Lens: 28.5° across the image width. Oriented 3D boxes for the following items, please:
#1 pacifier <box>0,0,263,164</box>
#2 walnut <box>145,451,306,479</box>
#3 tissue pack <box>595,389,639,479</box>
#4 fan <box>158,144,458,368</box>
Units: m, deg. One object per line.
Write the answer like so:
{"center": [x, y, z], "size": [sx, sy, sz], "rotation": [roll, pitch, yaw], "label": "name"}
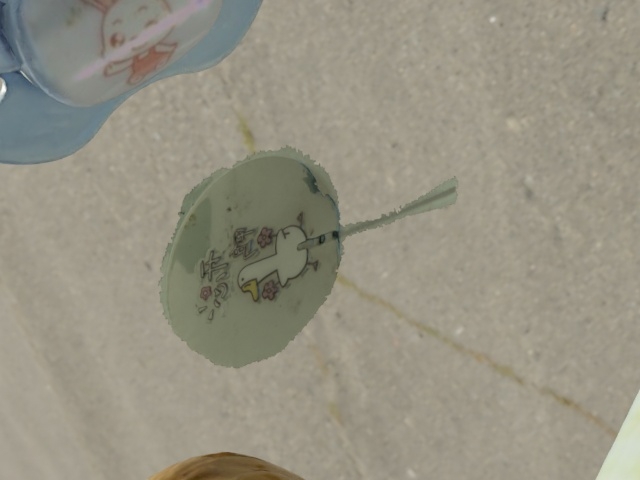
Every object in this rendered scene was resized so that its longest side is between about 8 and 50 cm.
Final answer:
{"center": [-0.182, -0.195, 0.861], "size": [0.226, 0.287, 0.238], "rotation": [34, 158, 50], "label": "pacifier"}
{"center": [-0.044, 0.240, 0.800], "size": [0.222, 0.195, 0.195], "rotation": [46, 158, -20], "label": "walnut"}
{"center": [0.253, 0.003, 0.300], "size": [0.287, 0.388, 0.162], "rotation": [-6, 132, 50], "label": "tissue pack"}
{"center": [-0.001, 0.000, 1.330], "size": [0.012, 0.414, 0.233], "rotation": [25, 122, 43], "label": "fan"}
